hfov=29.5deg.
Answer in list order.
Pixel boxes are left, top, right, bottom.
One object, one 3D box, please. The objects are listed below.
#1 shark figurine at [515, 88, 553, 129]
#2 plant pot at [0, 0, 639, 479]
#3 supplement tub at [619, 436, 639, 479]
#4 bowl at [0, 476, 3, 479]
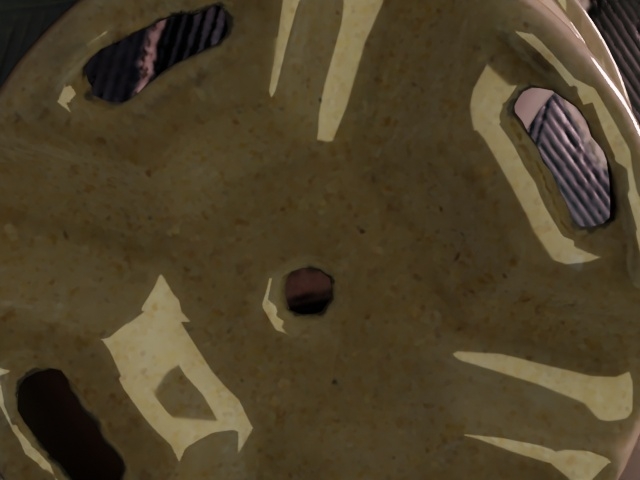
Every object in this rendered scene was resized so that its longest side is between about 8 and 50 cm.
[{"bbox_3d":[0.093,0.000,0.714,0.166,0.116,0.278,1,92,-22],"label":"shark figurine"},{"bbox_3d":[0.000,0.000,0.505,0.333,0.305,0.334,0,98,2],"label":"plant pot"},{"bbox_3d":[0.233,0.270,0.677,0.241,0.241,0.331,15,99,-24],"label":"supplement tub"},{"bbox_3d":[-0.119,0.262,0.595,0.134,0.298,0.298,-30,112,27],"label":"bowl"}]
